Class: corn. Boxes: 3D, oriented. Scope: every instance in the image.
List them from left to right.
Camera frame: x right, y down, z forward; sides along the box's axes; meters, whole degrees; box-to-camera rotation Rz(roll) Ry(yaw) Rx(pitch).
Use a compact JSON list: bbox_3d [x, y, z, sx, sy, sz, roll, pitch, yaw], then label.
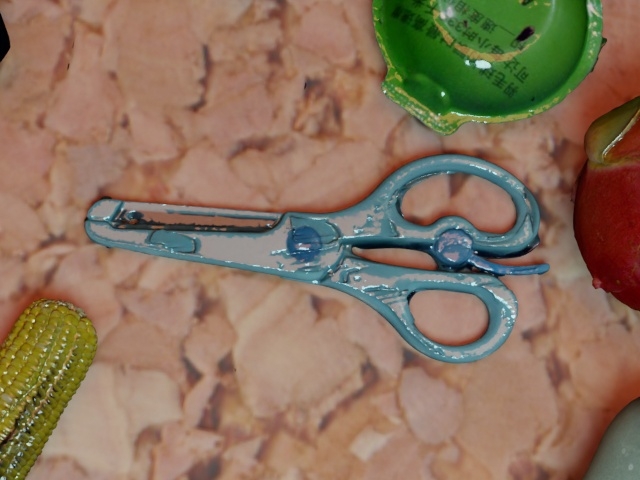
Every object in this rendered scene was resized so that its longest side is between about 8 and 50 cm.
[{"bbox_3d":[-0.240,0.138,1.019,0.072,0.072,0.203,28,75,1],"label":"corn"}]

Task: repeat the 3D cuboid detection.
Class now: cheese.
[{"bbox_3d":[0.172,-0.231,1.153,0.204,0.083,0.320,36,77,5],"label":"cheese"}]

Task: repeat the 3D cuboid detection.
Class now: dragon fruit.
[{"bbox_3d":[0.316,-0.039,1.050,0.224,0.227,0.224,29,43,-31],"label":"dragon fruit"}]

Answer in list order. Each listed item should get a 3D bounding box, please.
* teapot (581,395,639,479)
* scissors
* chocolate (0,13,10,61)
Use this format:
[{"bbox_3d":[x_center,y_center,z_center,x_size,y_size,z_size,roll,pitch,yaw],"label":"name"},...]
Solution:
[{"bbox_3d":[0.216,0.232,1.006,0.251,0.183,0.183,-24,80,1],"label":"teapot"},{"bbox_3d":[0.000,0.000,1.100,0.393,0.032,0.180,7,75,-5],"label":"scissors"},{"bbox_3d":[-0.428,-0.207,1.011,0.340,0.225,0.210,-15,71,-13],"label":"chocolate"}]
